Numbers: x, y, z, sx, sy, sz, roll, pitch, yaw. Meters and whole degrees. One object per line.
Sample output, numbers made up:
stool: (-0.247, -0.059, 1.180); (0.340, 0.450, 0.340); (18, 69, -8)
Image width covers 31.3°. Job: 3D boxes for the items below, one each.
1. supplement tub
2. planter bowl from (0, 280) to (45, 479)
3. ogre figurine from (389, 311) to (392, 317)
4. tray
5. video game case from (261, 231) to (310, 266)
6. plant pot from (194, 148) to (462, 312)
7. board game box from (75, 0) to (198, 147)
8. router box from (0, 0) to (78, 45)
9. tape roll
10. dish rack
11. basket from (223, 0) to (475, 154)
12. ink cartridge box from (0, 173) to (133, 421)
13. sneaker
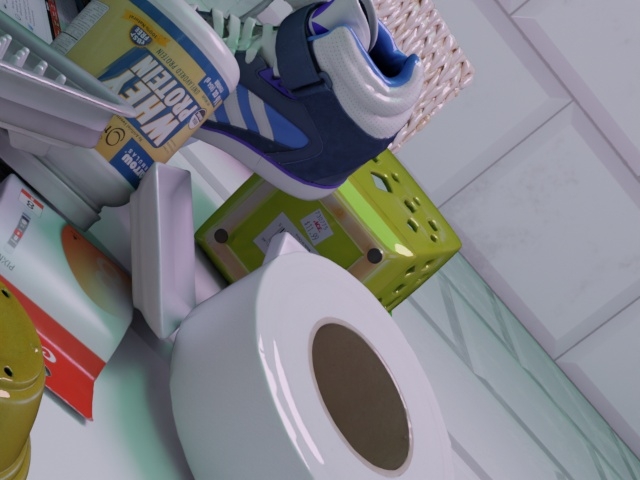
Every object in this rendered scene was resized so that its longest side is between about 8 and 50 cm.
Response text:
supplement tub: (-0.183, -0.121, 0.999); (0.144, 0.200, 0.144); (41, -7, 6)
planter bowl: (-0.222, 0.066, 0.641); (0.217, 0.090, 0.217); (47, 12, -14)
ogre figurine: (0.050, 0.081, 1.601); (0.197, 0.097, 0.118); (31, 36, -17)
tray: (-0.141, 0.005, 1.035); (0.270, 0.030, 0.145); (-118, -153, -88)
video game case: (0.004, 0.136, 1.169); (0.227, 0.026, 0.206); (44, 45, -30)
plant pot: (0.000, 0.000, 1.350); (0.228, 0.227, 0.207); (50, 18, 7)
board game box: (-0.254, -0.311, 1.351); (0.318, 0.065, 0.319); (56, -16, 28)
router box: (-0.375, -0.289, 1.147); (0.301, 0.082, 0.335); (42, 15, -37)
tape roll: (0.001, 0.156, 1.001); (0.286, 0.100, 0.286); (43, 29, -31)
dish rack: (-0.317, -0.158, 0.805); (0.285, 0.072, 0.333); (35, 9, 30)
basket: (0.009, -0.288, 1.842); (0.266, 0.328, 0.331); (51, -8, -29)
ink cartridge box: (-0.210, 0.038, 0.881); (0.145, 0.045, 0.179); (45, 11, -23)
sneaker: (-0.054, -0.194, 1.118); (0.322, 0.236, 0.130); (32, 43, -11)
